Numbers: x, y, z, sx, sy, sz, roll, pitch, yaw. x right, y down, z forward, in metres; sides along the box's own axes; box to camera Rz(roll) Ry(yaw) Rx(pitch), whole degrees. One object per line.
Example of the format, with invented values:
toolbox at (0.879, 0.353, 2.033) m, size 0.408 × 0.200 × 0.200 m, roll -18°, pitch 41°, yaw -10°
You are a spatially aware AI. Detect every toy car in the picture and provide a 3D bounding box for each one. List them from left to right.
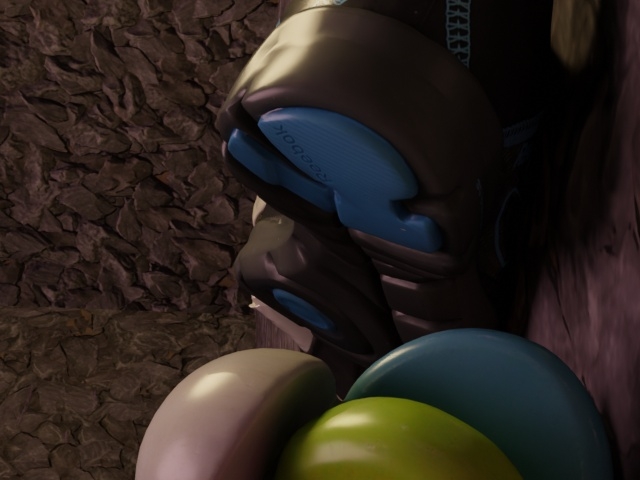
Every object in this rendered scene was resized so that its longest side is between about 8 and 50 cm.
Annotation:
toy car at (0.035, 0.101, 0.488) m, size 0.136 × 0.159 × 0.182 m, roll -44°, pitch -27°, yaw -38°

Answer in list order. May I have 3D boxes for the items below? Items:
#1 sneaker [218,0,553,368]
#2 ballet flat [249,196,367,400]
sneaker at (0.044, -0.029, 0.660) m, size 0.140 × 0.125 × 0.341 m, roll -60°, pitch -6°, yaw -16°
ballet flat at (0.000, 0.000, 1.081) m, size 0.095 × 0.096 × 0.280 m, roll -94°, pitch 7°, yaw -50°
